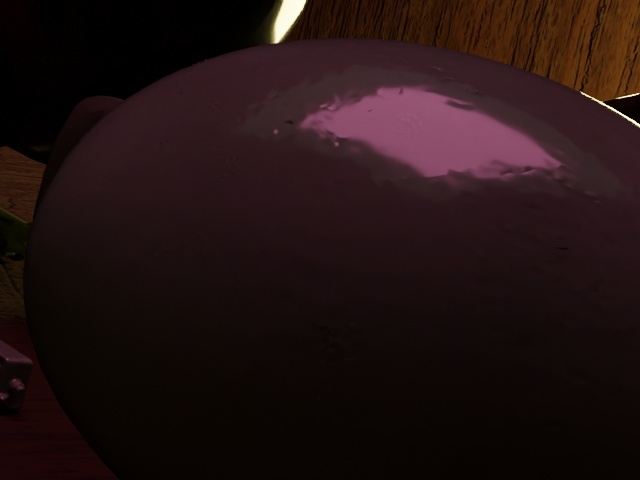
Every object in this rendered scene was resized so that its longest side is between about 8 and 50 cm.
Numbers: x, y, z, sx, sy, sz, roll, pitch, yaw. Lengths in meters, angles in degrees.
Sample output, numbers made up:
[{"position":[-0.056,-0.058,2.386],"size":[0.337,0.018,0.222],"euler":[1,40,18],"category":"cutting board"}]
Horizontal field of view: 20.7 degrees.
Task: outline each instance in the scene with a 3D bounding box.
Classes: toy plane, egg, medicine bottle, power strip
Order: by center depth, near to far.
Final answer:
[{"position":[0.033,0.032,0.637],"size":[0.283,0.203,0.203],"euler":[14,7,-3],"category":"egg"},{"position":[-0.159,0.058,0.822],"size":[0.017,0.027,0.083],"euler":[8,10,-40],"category":"power strip"},{"position":[-0.203,-0.145,1.102],"size":[0.242,0.242,0.395],"euler":[17,33,34],"category":"medicine bottle"},{"position":[-0.224,-0.008,1.198],"size":[0.111,0.040,0.102],"euler":[15,5,26],"category":"toy plane"}]

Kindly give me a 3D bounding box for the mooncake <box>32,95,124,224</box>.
[{"position":[-0.033,0.009,1.034],"size":[0.275,0.135,0.275],"euler":[15,4,-1],"category":"mooncake"}]

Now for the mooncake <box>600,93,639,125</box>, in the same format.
[{"position":[0.302,-0.010,1.376],"size":[0.324,0.187,0.324],"euler":[-3,-4,0],"category":"mooncake"}]
